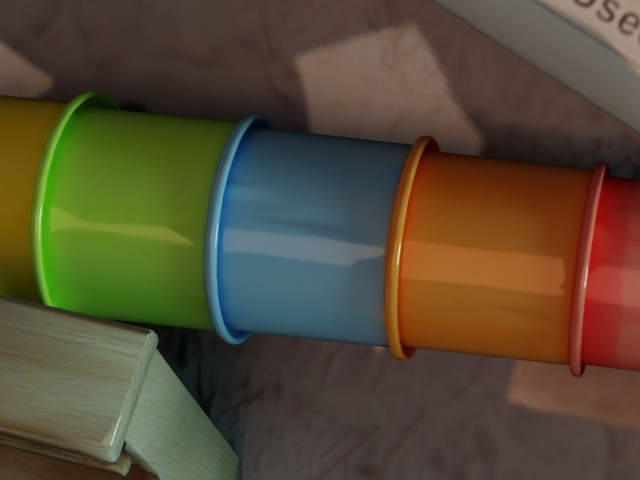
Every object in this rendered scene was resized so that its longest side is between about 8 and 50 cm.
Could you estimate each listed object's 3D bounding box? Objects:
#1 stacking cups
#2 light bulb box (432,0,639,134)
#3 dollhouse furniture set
[{"bbox_3d":[0.000,0.000,0.541,0.316,0.096,0.096,7,103,17],"label":"stacking cups"},{"bbox_3d":[0.137,-0.218,0.383,0.358,0.225,0.361,34,109,9],"label":"light bulb box"},{"bbox_3d":[-0.124,0.155,0.520,0.212,0.161,0.242,12,69,15],"label":"dollhouse furniture set"}]
